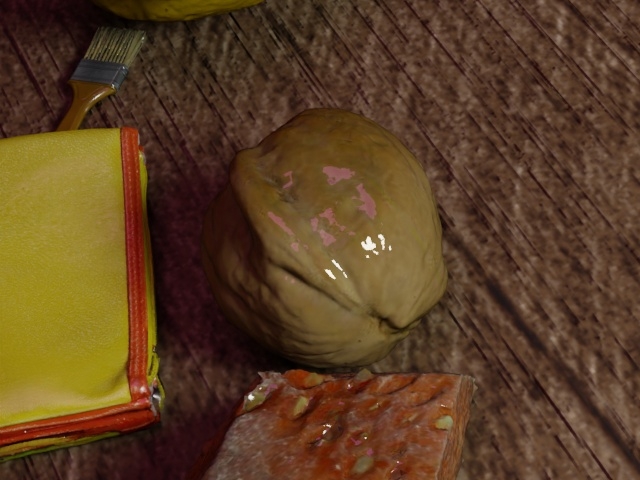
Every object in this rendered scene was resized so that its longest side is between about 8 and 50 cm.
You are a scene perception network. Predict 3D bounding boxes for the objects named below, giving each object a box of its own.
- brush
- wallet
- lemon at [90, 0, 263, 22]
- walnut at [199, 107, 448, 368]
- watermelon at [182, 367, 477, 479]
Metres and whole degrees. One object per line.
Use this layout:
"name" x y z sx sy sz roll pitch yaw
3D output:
"brush" -0.179 -0.097 1.414 0.043 0.014 0.170 8 55 24
"wallet" -0.175 0.033 1.269 0.141 0.067 0.241 -10 52 5
"lemon" -0.098 -0.304 1.388 0.297 0.297 0.297 -10 47 11
"walnut" 0.000 0.000 1.178 0.166 0.149 0.166 -11 69 31
"watermelon" 0.000 0.142 1.083 0.193 0.140 0.256 17 50 22
